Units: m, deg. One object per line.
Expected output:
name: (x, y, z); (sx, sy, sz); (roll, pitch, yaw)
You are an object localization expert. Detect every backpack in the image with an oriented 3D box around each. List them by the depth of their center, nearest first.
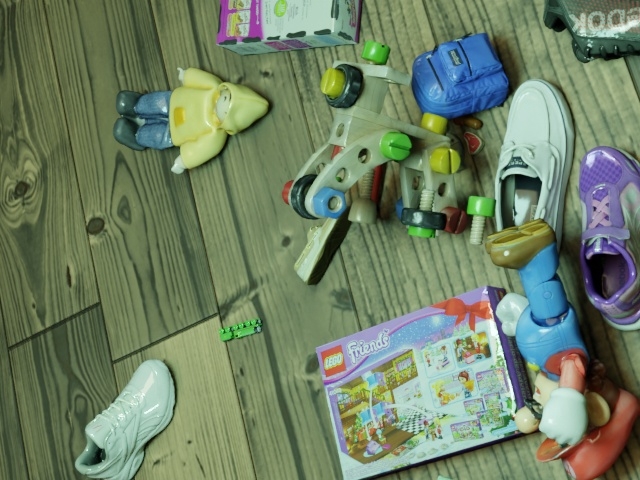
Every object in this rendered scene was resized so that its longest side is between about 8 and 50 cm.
backpack: (0.183, -0.227, 1.634); (0.120, 0.101, 0.098); (-19, 62, -4)

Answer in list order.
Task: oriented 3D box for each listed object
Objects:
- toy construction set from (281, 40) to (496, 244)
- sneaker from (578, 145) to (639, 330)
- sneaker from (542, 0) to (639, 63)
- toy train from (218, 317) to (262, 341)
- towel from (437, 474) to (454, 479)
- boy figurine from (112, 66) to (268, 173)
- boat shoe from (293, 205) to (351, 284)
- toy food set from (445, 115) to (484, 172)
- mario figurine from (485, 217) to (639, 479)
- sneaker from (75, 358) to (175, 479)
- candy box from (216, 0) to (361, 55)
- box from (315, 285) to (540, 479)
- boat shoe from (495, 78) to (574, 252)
toy construction set: (0.085, -0.136, 1.610); (0.257, 0.309, 0.237); (8, 92, -8)
sneaker: (0.362, -0.008, 1.491); (0.095, 0.104, 0.237); (-14, 74, 35)
sneaker: (0.395, -0.271, 1.513); (0.276, 0.097, 0.135); (33, 109, 31)
toy train: (-0.125, 0.141, 1.878); (0.083, 0.017, 0.024); (-17, 83, 33)
towel: (0.277, 0.437, 1.437); (0.324, 0.038, 0.248); (18, 119, 25)
boy figurine: (-0.209, -0.197, 1.946); (0.285, 0.092, 0.177); (1, 81, 39)
boat shoe: (0.000, 0.000, 1.786); (0.045, 0.050, 0.135); (36, 104, 29)
toy food set: (0.193, -0.165, 1.689); (0.078, 0.019, 0.122); (-37, 63, 26)
mario figurine: (0.264, 0.146, 1.460); (0.170, 0.198, 0.321); (-17, 94, 42)
sneaker: (-0.319, 0.295, 1.933); (0.090, 0.115, 0.232); (33, 103, 35)
candy box: (-0.047, -0.380, 1.865); (0.233, 0.071, 0.159); (2, 84, 37)
box: (0.141, 0.202, 1.648); (0.293, 0.057, 0.201); (-23, 71, 32)
boat shoe: (0.277, -0.092, 1.577); (0.095, 0.084, 0.258); (-7, 79, 35)
